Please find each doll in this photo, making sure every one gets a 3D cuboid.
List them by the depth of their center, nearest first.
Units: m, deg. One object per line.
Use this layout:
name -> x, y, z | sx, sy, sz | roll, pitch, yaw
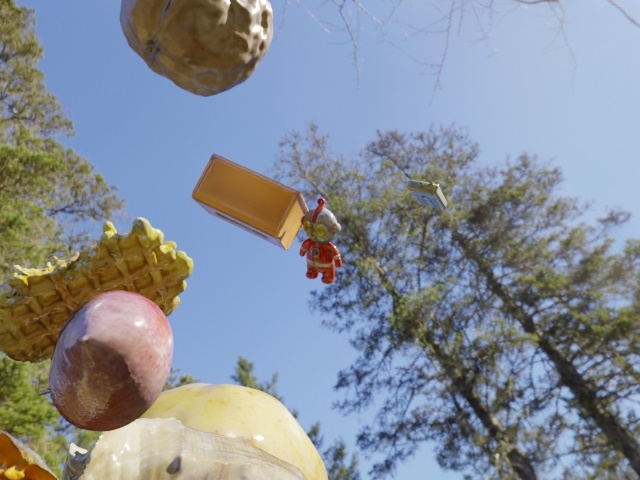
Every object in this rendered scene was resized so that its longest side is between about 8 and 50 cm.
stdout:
doll -> 0.000, 0.000, 1.477 | 0.076, 0.142, 0.245 | -34, -48, -49

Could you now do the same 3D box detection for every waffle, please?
waffle -> -0.350, 0.090, 0.841 | 0.301, 0.058, 0.281 | -40, -35, -1

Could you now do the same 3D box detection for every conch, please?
conch -> -0.063, 0.275, 0.426 | 0.186, 0.324, 0.263 | -25, 0, 27

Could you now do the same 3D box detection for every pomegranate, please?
pomegranate -> -0.138, 0.336, 0.676 | 0.319, 0.319, 0.319 | -12, -50, -15

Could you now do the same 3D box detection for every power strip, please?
power strip -> 0.265, -0.113, 1.339 | 0.169, 0.076, 0.028 | 29, -103, -64

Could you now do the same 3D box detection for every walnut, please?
walnut -> -0.217, -0.400, 0.965 | 0.273, 0.273, 0.227 | -12, -37, -15

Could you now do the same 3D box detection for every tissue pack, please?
tissue pack -> -0.192, -0.101, 1.521 | 0.145, 0.274, 0.194 | -63, -12, -7

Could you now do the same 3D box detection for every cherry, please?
cherry -> -0.155, 0.091, 0.405 | 0.087, 0.126, 0.106 | 14, -98, -27

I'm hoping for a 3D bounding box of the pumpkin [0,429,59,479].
pumpkin -> -0.532, 0.403, 0.800 | 0.192, 0.320, 0.320 | -47, -47, -12
